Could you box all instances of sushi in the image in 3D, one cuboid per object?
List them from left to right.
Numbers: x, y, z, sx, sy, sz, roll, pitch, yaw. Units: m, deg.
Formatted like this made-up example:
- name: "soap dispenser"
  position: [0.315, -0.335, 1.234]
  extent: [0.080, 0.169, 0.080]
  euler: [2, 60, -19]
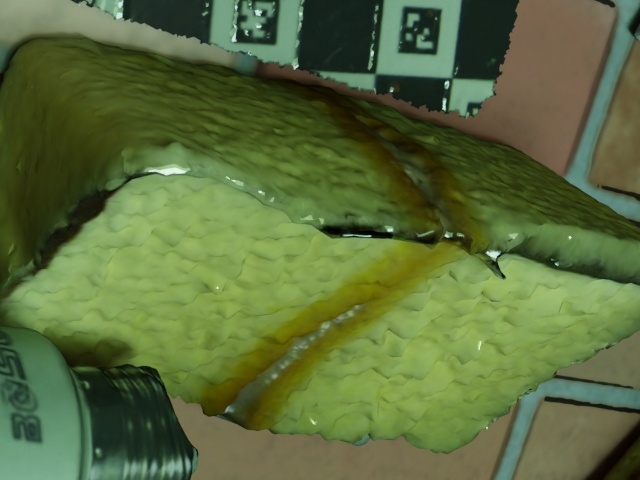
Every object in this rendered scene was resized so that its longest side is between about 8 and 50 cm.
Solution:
- name: "sushi"
  position: [0.020, -0.155, 0.587]
  extent: [0.210, 0.040, 0.192]
  euler: [10, 99, -30]

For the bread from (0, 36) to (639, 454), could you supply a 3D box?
- name: "bread"
  position: [0.000, 0.000, 0.606]
  extent: [0.266, 0.178, 0.141]
  euler: [10, 71, -33]

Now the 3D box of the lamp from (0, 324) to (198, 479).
- name: "lamp"
  position: [-0.195, 0.053, 0.493]
  extent: [0.314, 0.182, 0.181]
  euler: [-16, 116, -42]

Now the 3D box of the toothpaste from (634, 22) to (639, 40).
- name: "toothpaste"
  position: [0.176, -0.130, 0.703]
  extent: [0.024, 0.015, 0.083]
  euler: [31, 86, -31]

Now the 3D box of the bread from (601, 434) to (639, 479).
- name: "bread"
  position: [0.229, 0.171, 0.783]
  extent: [0.132, 0.103, 0.172]
  euler: [-47, 120, -10]
